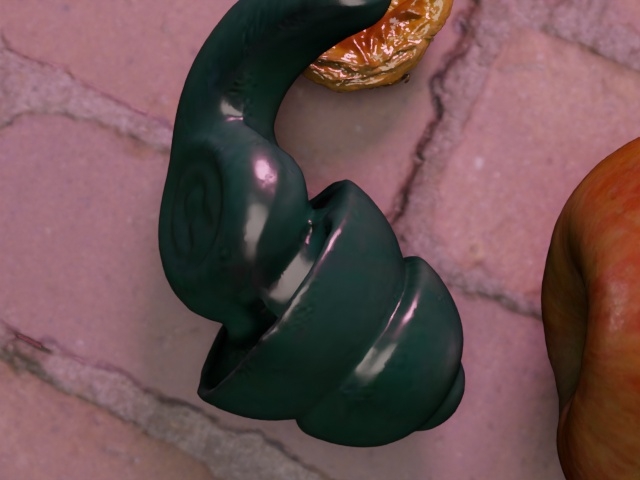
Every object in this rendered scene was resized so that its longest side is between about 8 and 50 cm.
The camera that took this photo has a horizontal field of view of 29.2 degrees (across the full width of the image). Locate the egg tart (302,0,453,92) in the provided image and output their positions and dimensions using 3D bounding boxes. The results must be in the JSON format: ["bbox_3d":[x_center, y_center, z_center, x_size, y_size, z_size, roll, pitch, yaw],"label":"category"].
[{"bbox_3d":[0.026,-0.160,0.831,0.130,0.052,0.130,0,87,3],"label":"egg tart"}]

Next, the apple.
[{"bbox_3d":[0.256,0.060,0.715,0.264,0.264,0.264,0,89,3],"label":"apple"}]

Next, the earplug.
[{"bbox_3d":[0.001,-0.003,0.785,0.280,0.164,0.257,43,75,-11],"label":"earplug"}]
